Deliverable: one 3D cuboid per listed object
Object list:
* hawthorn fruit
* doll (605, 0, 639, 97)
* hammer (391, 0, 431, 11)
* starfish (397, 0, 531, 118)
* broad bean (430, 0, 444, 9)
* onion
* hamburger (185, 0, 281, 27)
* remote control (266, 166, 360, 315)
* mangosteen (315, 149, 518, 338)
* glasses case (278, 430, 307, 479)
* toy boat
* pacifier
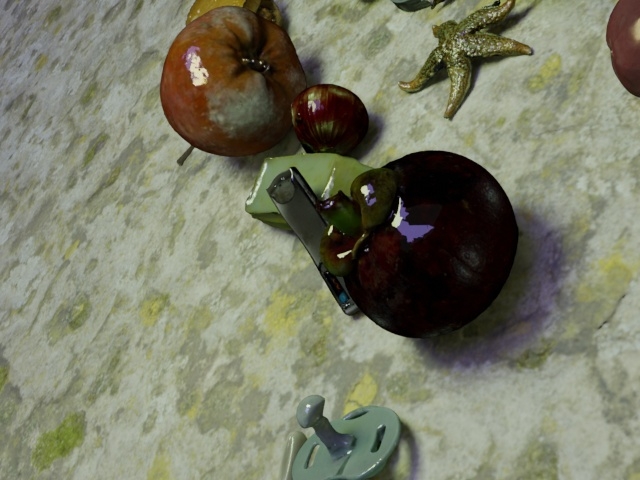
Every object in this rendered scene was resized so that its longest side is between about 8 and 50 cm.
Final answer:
[{"bbox_3d":[-0.150,-0.254,1.435,0.263,0.231,0.235,21,68,45],"label":"hawthorn fruit"},{"bbox_3d":[0.416,-0.233,0.900,0.256,0.152,0.196,-22,33,24],"label":"doll"},{"bbox_3d":[0.204,-0.448,1.373,0.246,0.029,0.103,-42,40,14],"label":"hammer"},{"bbox_3d":[0.191,-0.248,1.236,0.208,0.053,0.176,-12,65,48],"label":"starfish"},{"bbox_3d":[0.277,-0.452,1.269,0.339,0.061,0.077,-39,21,19],"label":"broad bean"},{"bbox_3d":[0.016,-0.175,1.304,0.118,0.117,0.119,-6,76,23],"label":"onion"},{"bbox_3d":[-0.149,-0.381,1.615,0.191,0.118,0.182,2,69,50],"label":"hamburger"},{"bbox_3d":[0.000,0.000,1.176,0.059,0.028,0.212,-41,76,31],"label":"remote control"},{"bbox_3d":[0.111,-0.007,1.012,0.216,0.216,0.216,-26,47,32],"label":"mangosteen"},{"bbox_3d":[-0.033,0.275,1.100,0.021,0.032,0.083,-10,57,36],"label":"glasses case"},{"bbox_3d":[-0.012,-0.067,1.278,0.276,0.084,0.111,8,73,48],"label":"toy boat"},{"bbox_3d":[0.018,0.217,1.028,0.150,0.116,0.127,-21,24,40],"label":"pacifier"}]
